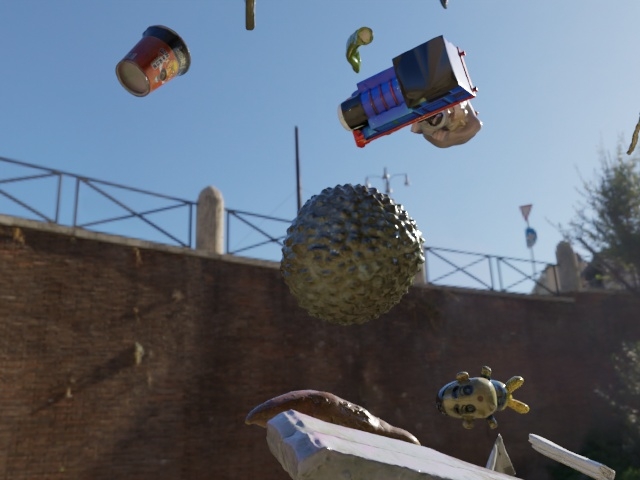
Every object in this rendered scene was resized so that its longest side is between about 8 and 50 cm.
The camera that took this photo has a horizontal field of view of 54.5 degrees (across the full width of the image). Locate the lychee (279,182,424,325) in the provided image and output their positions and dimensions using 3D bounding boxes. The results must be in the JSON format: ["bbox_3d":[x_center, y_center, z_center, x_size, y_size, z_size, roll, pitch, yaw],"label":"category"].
[{"bbox_3d":[0.057,0.024,1.106,0.274,0.255,0.255,-6,-17,34],"label":"lychee"}]

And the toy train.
[{"bbox_3d":[0.120,-0.216,0.922,0.204,0.083,0.131,-21,-6,27],"label":"toy train"}]

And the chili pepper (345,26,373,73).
[{"bbox_3d":[0.081,-0.431,1.393,0.050,0.052,0.201,12,-4,-4],"label":"chili pepper"}]

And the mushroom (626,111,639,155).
[{"bbox_3d":[0.667,-0.227,1.307,0.028,0.026,0.286,-51,-20,7],"label":"mushroom"}]

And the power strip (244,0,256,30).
[{"bbox_3d":[-0.117,-0.605,1.258,0.092,0.257,0.251,4,-30,-11],"label":"power strip"}]

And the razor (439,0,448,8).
[{"bbox_3d":[0.227,-0.518,1.176,0.028,0.155,0.044,-2,10,5],"label":"razor"}]

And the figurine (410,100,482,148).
[{"bbox_3d":[0.230,-0.227,1.161,0.137,0.112,0.229,14,15,23],"label":"figurine"}]

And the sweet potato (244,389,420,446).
[{"bbox_3d":[0.027,0.351,1.212,0.354,0.106,0.095,16,-62,-11],"label":"sweet potato"}]

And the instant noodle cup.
[{"bbox_3d":[-0.372,-0.386,1.363,0.127,0.136,0.127,18,-42,17],"label":"instant noodle cup"}]

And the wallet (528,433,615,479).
[{"bbox_3d":[0.387,0.336,0.963,0.061,0.025,0.122,39,-15,-35],"label":"wallet"}]

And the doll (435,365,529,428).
[{"bbox_3d":[0.269,0.261,1.031,0.179,0.102,0.089,-3,-12,-20],"label":"doll"}]

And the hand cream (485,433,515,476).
[{"bbox_3d":[0.220,0.460,0.906,0.076,0.336,0.121,9,-38,33],"label":"hand cream"}]

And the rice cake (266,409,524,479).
[{"bbox_3d":[0.096,0.219,0.556,0.297,0.050,0.106,21,-6,-19],"label":"rice cake"}]
